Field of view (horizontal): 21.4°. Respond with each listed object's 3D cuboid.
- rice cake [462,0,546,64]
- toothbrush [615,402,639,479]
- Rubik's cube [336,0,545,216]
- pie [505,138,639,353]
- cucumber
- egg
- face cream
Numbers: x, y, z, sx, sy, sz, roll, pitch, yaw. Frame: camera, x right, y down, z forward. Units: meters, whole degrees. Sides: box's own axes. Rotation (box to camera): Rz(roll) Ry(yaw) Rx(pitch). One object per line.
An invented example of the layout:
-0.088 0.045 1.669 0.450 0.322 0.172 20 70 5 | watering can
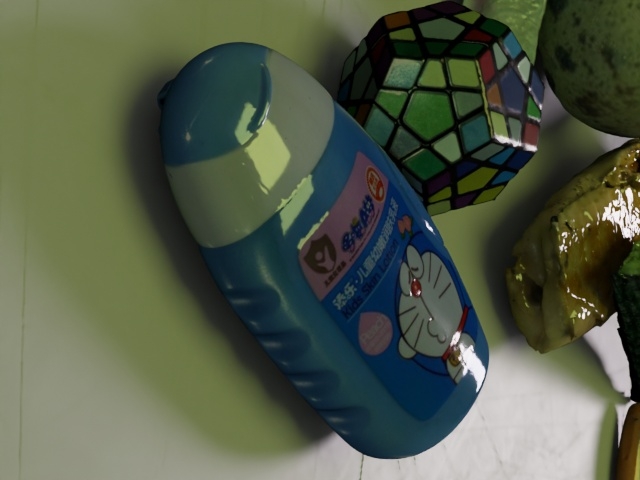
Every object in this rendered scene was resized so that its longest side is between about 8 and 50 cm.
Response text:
0.121 -0.185 1.182 0.081 0.051 0.290 15 66 -14 | rice cake
0.208 0.265 1.217 0.031 0.023 0.321 41 53 -49 | toothbrush
0.072 -0.081 1.038 0.133 0.112 0.133 12 75 -51 | Rubik's cube
0.218 -0.011 1.245 0.282 0.068 0.129 -29 121 -50 | pie
0.246 0.051 1.219 0.070 0.046 0.220 -65 157 -22 | cucumber
0.221 -0.160 1.222 0.141 0.141 0.182 23 42 -48 | egg
0.000 0.000 0.953 0.264 0.083 0.149 53 45 -31 | face cream
